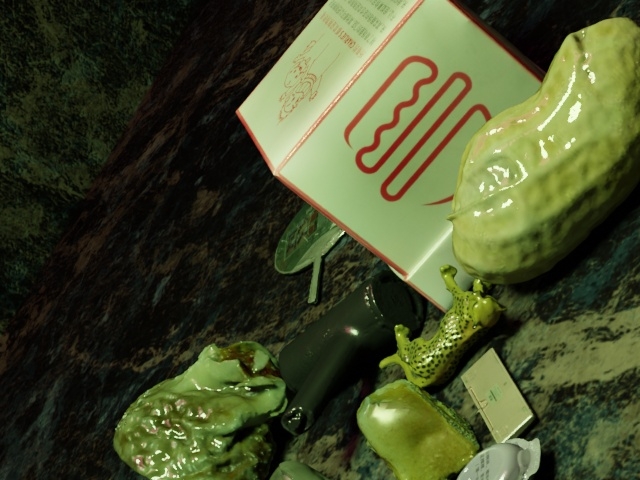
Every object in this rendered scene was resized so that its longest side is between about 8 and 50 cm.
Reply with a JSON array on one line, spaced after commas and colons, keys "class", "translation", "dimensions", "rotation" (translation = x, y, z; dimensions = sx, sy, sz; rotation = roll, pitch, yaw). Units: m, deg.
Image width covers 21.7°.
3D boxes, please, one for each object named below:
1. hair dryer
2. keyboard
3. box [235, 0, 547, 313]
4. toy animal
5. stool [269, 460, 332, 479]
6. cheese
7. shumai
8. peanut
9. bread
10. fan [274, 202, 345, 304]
[{"class": "hair dryer", "translation": [0.008, 0.158, 2.070], "dimensions": [0.197, 0.089, 0.251], "rotation": [-38, 8, 34]}, {"class": "keyboard", "translation": [0.195, 0.175, 1.836], "dimensions": [0.055, 0.017, 0.166], "rotation": [-44, 23, 9]}, {"class": "box", "translation": [0.116, -0.150, 2.108], "dimensions": [0.312, 0.300, 0.314], "rotation": [-49, 22, 7]}, {"class": "toy animal", "translation": [0.143, 0.116, 1.960], "dimensions": [0.181, 0.073, 0.136], "rotation": [-49, 23, 14]}, {"class": "stool", "translation": [-0.030, 0.320, 1.962], "dimensions": [0.110, 0.096, 0.096], "rotation": [-57, 21, 3]}, {"class": "cheese", "translation": [0.159, 0.265, 1.731], "dimensions": [0.191, 0.042, 0.105], "rotation": [-39, 24, 33]}, {"class": "shumai", "translation": [-0.141, 0.228, 2.198], "dimensions": [0.218, 0.189, 0.256], "rotation": [-56, 27, 0]}, {"class": "peanut", "translation": [0.273, -0.092, 1.898], "dimensions": [0.340, 0.174, 0.158], "rotation": [-43, -21, 14]}, {"class": "bread", "translation": [0.100, 0.209, 1.853], "dimensions": [0.103, 0.110, 0.156], "rotation": [-47, 22, -1]}, {"class": "fan", "translation": [-0.015, 0.000, 2.533], "dimensions": [0.223, 0.012, 0.294], "rotation": [-22, 36, 52]}]
